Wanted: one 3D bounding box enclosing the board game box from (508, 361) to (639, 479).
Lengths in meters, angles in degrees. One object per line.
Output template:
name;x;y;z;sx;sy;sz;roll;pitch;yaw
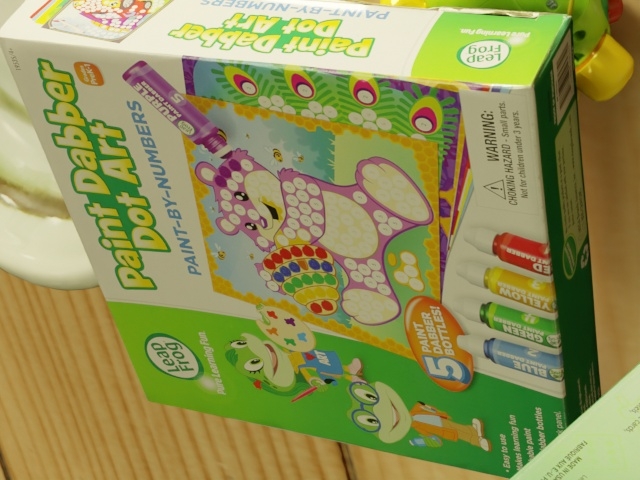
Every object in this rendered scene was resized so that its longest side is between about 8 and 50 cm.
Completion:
board game box;0.182;0.097;0.389;0.213;0.317;0.046;35;140;29

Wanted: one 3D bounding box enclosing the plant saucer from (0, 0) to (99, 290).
plant saucer;-0.181;-0.171;0.805;0.400;0.100;0.401;27;131;35

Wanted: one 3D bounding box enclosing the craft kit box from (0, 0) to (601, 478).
craft kit box;0.000;0.000;0.641;0.246;0.061;0.250;10;137;27

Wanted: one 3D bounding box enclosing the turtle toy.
turtle toy;0.091;-0.102;0.570;0.095;0.066;0.130;40;141;-11
